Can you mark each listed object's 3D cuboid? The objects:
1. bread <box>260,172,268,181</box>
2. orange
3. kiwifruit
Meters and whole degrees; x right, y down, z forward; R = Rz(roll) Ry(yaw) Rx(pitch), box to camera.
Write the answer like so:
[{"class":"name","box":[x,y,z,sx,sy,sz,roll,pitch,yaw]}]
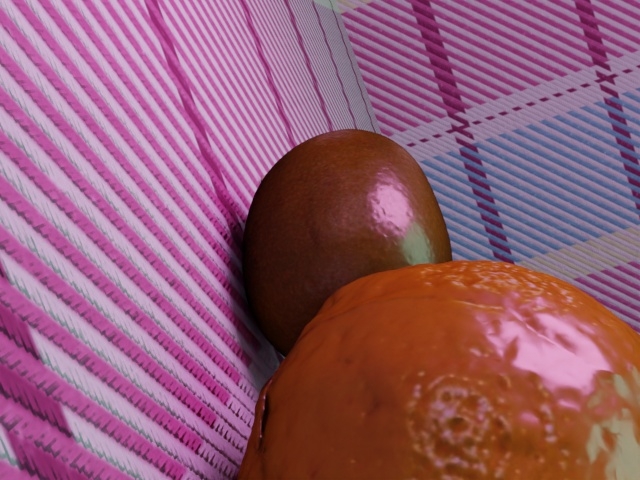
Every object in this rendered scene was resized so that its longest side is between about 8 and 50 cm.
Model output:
[{"class":"bread","box":[-0.003,-0.002,1.003,0.105,0.077,0.152,62,11,-61]},{"class":"orange","box":[0.113,0.180,0.607,0.341,0.293,0.340,16,71,-57]},{"class":"kiwifruit","box":[0.023,0.005,0.827,0.234,0.196,0.196,-101,168,-52]}]
